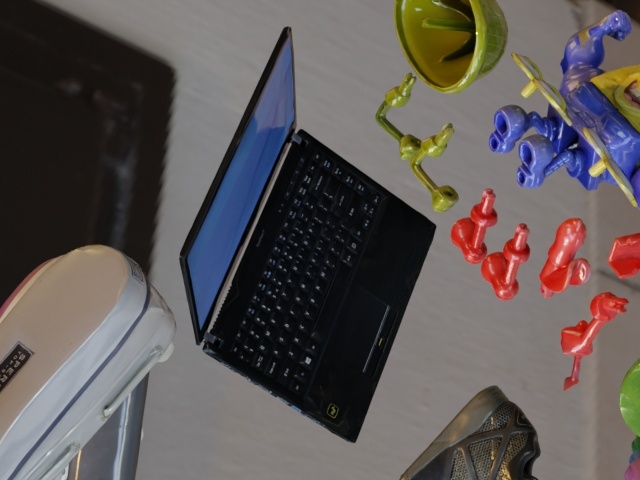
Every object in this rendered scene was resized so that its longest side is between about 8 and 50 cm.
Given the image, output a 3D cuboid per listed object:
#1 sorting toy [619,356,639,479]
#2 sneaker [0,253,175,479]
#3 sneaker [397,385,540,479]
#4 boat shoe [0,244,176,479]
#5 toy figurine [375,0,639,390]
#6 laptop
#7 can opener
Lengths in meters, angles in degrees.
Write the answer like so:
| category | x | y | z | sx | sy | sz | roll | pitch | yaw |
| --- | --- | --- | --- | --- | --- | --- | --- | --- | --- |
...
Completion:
| category | x | y | z | sx | sy | sz | roll | pitch | yaw |
| --- | --- | --- | --- | --- | --- | --- | --- | --- | --- |
| sorting toy | 0.374 | 0.112 | 1.705 | 0.126 | 0.127 | 0.365 | -94 | 8 | -60 |
| sneaker | -0.230 | 0.150 | 1.251 | 0.305 | 0.152 | 0.114 | -55 | -7 | -27 |
| sneaker | 0.166 | 0.288 | 1.837 | 0.227 | 0.087 | 0.130 | -47 | 69 | 1 |
| boat shoe | -0.193 | 0.123 | 0.975 | 0.096 | 0.088 | 0.267 | 29 | 75 | 42 |
| toy figurine | 0.217 | -0.077 | 1.227 | 0.362 | 0.217 | 0.191 | -123 | 32 | -45 |
| laptop | 0.000 | 0.000 | 1.344 | 0.136 | 0.264 | 0.234 | -22 | 39 | 55 |
| can opener | -0.177 | 0.189 | 1.093 | 0.076 | 0.095 | 0.283 | 146 | 131 | -79 |
